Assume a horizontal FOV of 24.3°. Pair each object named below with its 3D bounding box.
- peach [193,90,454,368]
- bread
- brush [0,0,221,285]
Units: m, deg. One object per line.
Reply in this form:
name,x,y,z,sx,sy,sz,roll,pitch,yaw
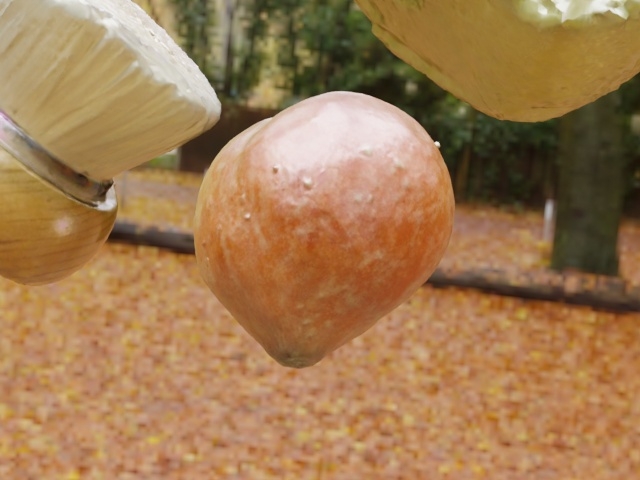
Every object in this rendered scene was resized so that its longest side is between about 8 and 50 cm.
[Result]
peach,0.000,0.000,1.198,0.232,0.233,0.232,6,5,-1
bread,0.035,-0.104,0.361,0.086,0.156,0.125,-36,3,-15
brush,-0.180,-0.097,0.944,0.174,0.166,0.267,39,7,-21
